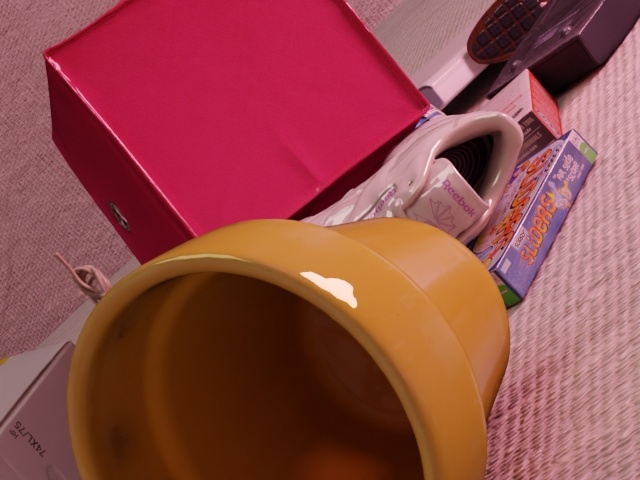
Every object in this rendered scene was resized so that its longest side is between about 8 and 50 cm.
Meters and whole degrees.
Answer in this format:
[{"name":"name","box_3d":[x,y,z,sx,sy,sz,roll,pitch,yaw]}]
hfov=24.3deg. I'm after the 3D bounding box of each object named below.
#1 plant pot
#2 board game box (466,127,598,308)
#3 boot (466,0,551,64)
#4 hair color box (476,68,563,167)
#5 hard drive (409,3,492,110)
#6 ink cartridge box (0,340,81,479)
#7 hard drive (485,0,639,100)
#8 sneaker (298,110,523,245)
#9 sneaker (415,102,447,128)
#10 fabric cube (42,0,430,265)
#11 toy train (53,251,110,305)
[{"name":"plant pot","box_3d":[0.008,0.092,0.963,0.254,0.254,0.239,-39,-3,33]},{"name":"board game box","box_3d":[0.151,0.001,1.270,0.136,0.035,0.201,-36,14,45]},{"name":"boot","box_3d":[0.278,-0.292,1.847,0.219,0.082,0.106,-37,-1,11]},{"name":"hair color box","box_3d":[0.190,-0.105,1.485,0.093,0.053,0.167,-41,10,18]},{"name":"hard drive","box_3d":[0.199,-0.251,1.969,0.307,0.040,0.203,-43,8,-27]},{"name":"ink cartridge box","box_3d":[-0.337,0.260,1.583,0.270,0.198,0.197,-16,29,41]},{"name":"hard drive","box_3d":[0.292,-0.246,1.625,0.172,0.054,0.254,-33,16,51]},{"name":"sneaker","box_3d":[0.054,-0.006,1.254,0.305,0.114,0.152,-49,9,-15]},{"name":"sneaker","box_3d":[0.119,-0.116,1.730,0.080,0.081,0.211,-44,12,0]},{"name":"fabric cube","box_3d":[-0.090,-0.110,1.425,0.259,0.254,0.258,-37,-5,-14]},{"name":"toy train","box_3d":[-0.187,0.061,1.806,0.143,0.248,0.105,-45,9,-26]}]
